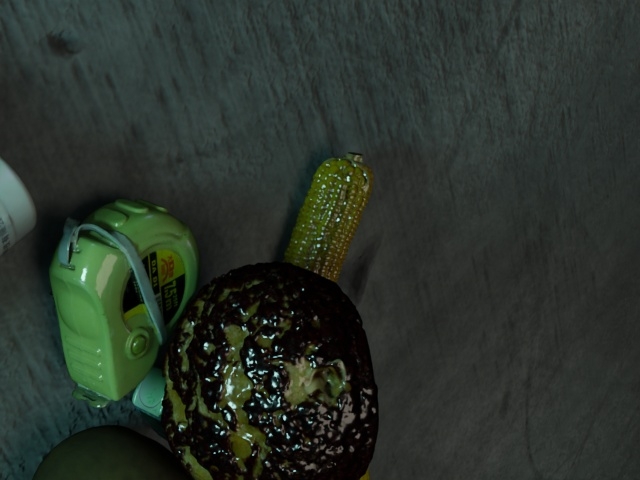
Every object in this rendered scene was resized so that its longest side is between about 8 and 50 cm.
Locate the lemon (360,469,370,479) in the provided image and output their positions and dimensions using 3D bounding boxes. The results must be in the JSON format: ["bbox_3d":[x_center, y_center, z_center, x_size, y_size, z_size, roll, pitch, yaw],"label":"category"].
[{"bbox_3d":[-0.035,0.280,1.518,0.193,0.180,0.180,-2,111,-60],"label":"lemon"}]

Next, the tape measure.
[{"bbox_3d":[-0.182,0.039,1.273,0.154,0.087,0.177,-37,136,-39],"label":"tape measure"}]

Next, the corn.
[{"bbox_3d":[0.000,0.000,1.498,0.068,0.068,0.207,12,102,-53],"label":"corn"}]

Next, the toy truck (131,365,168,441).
[{"bbox_3d":[-0.117,0.124,1.419,0.175,0.067,0.081,-54,136,-18],"label":"toy truck"}]

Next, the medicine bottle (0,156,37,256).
[{"bbox_3d":[-0.342,0.029,1.064,0.260,0.095,0.095,-41,137,-29],"label":"medicine bottle"}]

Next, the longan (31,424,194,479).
[{"bbox_3d":[-0.190,0.260,1.314,0.187,0.167,0.167,7,103,-42],"label":"longan"}]

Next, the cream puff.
[{"bbox_3d":[-0.055,0.138,1.284,0.165,0.239,0.239,-3,113,-28],"label":"cream puff"}]
